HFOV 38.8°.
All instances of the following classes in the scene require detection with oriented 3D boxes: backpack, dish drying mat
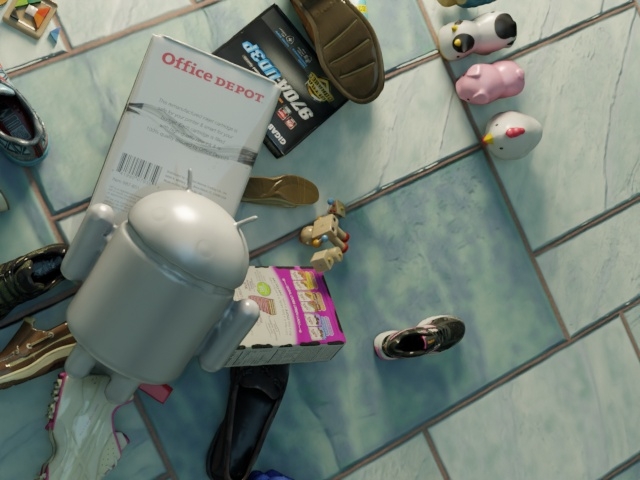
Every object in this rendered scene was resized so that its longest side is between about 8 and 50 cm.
[{"bbox_3d":[-0.080,0.440,1.530,0.101,0.120,0.098,28,78,-15],"label":"backpack"},{"bbox_3d":[-0.291,0.240,1.534,0.083,0.008,0.032,37,74,-12],"label":"dish drying mat"}]

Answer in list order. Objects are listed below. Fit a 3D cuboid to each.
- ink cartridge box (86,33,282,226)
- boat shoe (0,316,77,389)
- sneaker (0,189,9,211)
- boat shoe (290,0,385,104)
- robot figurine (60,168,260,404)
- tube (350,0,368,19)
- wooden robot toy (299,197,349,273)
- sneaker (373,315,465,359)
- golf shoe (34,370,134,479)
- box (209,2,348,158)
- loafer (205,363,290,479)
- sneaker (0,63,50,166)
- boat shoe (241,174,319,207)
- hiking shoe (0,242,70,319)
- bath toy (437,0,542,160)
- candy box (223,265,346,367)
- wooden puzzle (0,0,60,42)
[{"bbox_3d":[-0.227,-0.151,1.498,0.223,0.129,0.308,21,91,-15],"label":"ink cartridge box"},{"bbox_3d":[-0.457,0.168,1.444,0.257,0.095,0.095,-19,92,-31],"label":"boat shoe"},{"bbox_3d":[-0.582,-0.106,1.433,0.086,0.064,0.192,-39,101,-23],"label":"sneaker"},{"bbox_3d":[0.031,-0.379,1.620,0.110,0.104,0.307,-27,84,9],"label":"boat shoe"},{"bbox_3d":[-0.242,0.071,1.361,0.300,0.200,0.353,34,100,-8],"label":"robot figurine"},{"bbox_3d":[0.063,-0.382,1.691,0.080,0.052,0.207,-8,82,-26],"label":"tube"},{"bbox_3d":[0.000,0.000,1.624,0.076,0.079,0.173,51,34,-36],"label":"wooden robot toy"},{"bbox_3d":[0.193,0.185,1.667,0.178,0.077,0.072,-17,92,-20],"label":"sneaker"},{"bbox_3d":[-0.378,0.359,1.442,0.140,0.115,0.306,12,83,-21],"label":"golf shoe"},{"bbox_3d":[-0.079,-0.284,1.628,0.175,0.051,0.220,-42,99,-17],"label":"box"},{"bbox_3d":[-0.109,0.275,1.545,0.109,0.095,0.303,20,78,-16],"label":"loafer"},{"bbox_3d":[-0.520,-0.239,1.435,0.104,0.125,0.262,-46,100,-17],"label":"sneaker"},{"bbox_3d":[-0.077,-0.084,1.621,0.153,0.048,0.056,-2,74,-26],"label":"boat shoe"},{"bbox_3d":[-0.484,0.064,1.424,0.227,0.114,0.086,-34,94,-22],"label":"hiking shoe"},{"bbox_3d":[0.319,-0.320,1.728,0.151,0.129,0.348,-17,90,15],"label":"bath toy"},{"bbox_3d":[-0.091,0.125,1.522,0.233,0.071,0.159,2,53,-31],"label":"candy box"},{"bbox_3d":[-0.486,-0.382,1.518,0.116,0.014,0.079,21,79,-16],"label":"wooden puzzle"}]
